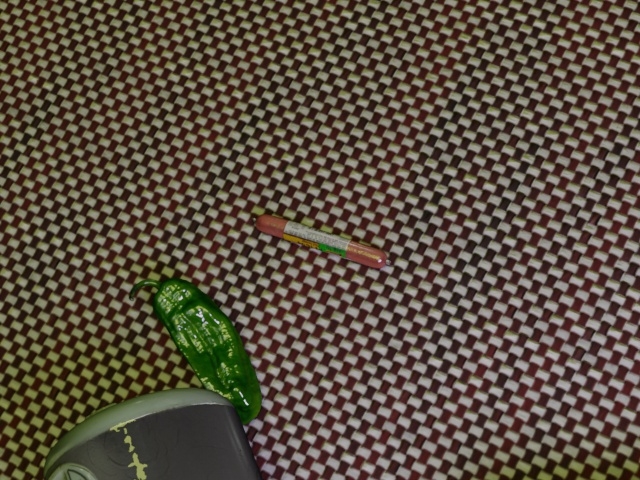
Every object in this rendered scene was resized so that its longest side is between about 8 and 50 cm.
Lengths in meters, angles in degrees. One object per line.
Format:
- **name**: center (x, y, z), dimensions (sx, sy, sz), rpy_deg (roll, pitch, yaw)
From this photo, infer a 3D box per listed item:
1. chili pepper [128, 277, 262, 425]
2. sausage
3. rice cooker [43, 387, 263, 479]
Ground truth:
- **chili pepper**: center (-0.166, 0.145, 1.967), dimensions (0.100, 0.074, 0.257), rpy_deg (-36, 67, -2)
- **sausage**: center (0.000, 0.000, 2.007), dimensions (0.223, 0.029, 0.029), rpy_deg (18, 75, 18)
- **rice cooker**: center (-0.202, 0.358, 1.792), dimensions (0.288, 0.288, 0.277), rpy_deg (-24, 68, 3)
